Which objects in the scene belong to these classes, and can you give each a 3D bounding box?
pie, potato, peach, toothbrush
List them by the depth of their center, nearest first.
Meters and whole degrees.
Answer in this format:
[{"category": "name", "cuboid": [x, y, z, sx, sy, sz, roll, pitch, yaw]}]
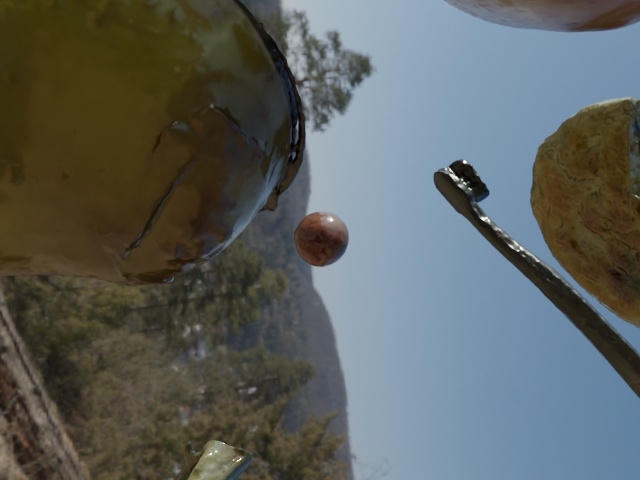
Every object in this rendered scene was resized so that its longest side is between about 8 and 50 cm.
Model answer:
[{"category": "potato", "cuboid": [-0.253, -0.038, 0.403, 0.290, 0.397, 0.296, -50, -173, 50]}, {"category": "toothbrush", "cuboid": [0.182, 0.047, 0.521, 0.297, 0.030, 0.030, 52, -8, 27]}, {"category": "pie", "cuboid": [0.391, -0.009, 0.901, 0.337, 0.075, 0.338, 44, -29, 33]}, {"category": "peach", "cuboid": [0.001, -0.002, 1.063, 0.083, 0.083, 0.083, 173, -90, -84]}]

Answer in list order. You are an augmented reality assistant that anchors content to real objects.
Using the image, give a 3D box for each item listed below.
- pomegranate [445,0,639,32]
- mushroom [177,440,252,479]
[{"category": "pomegranate", "cuboid": [0.128, -0.299, 0.455, 0.342, 0.342, 0.343, 173, -90, -84]}, {"category": "mushroom", "cuboid": [-0.169, 0.413, 0.883, 0.217, 0.211, 0.292, -56, -171, 35]}]
